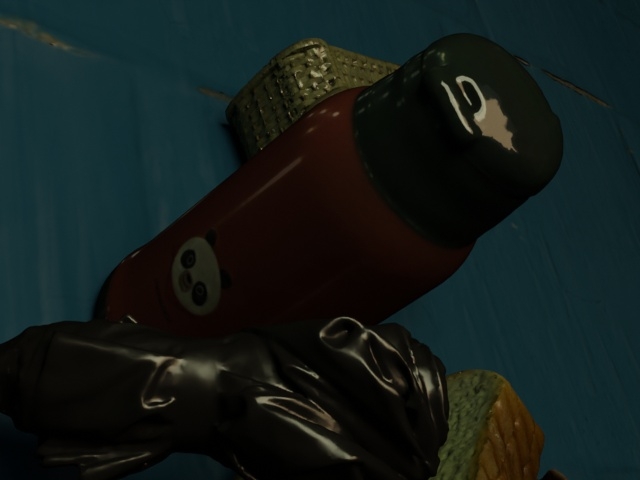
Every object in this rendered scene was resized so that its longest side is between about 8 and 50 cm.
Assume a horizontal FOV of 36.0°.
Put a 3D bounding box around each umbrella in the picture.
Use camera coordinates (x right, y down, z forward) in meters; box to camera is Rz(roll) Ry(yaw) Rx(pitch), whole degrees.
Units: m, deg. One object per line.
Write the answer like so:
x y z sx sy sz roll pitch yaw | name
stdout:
-0.097 0.083 0.549 0.340 0.118 0.118 7 47 -3 | umbrella

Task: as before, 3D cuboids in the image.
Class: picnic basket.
0.016 -0.057 0.879 0.154 0.134 0.196 2 60 -47 | picnic basket

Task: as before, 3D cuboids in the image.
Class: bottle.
0.000 0.000 0.633 0.144 0.336 0.144 28 44 -31 | bottle

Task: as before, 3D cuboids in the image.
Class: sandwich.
0.027 0.171 0.622 0.065 0.215 0.186 59 34 -17 | sandwich

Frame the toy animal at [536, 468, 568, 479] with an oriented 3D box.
0.160 0.295 0.761 0.302 0.225 0.284 -35 109 -66 | toy animal
